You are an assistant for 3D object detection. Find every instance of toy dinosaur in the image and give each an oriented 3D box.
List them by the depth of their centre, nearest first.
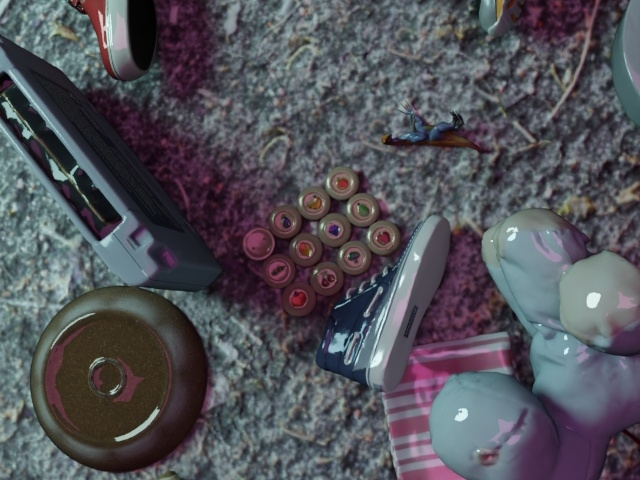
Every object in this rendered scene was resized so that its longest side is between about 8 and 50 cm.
[{"bbox_3d":[0.108,-0.108,0.960,0.082,0.047,0.090,-32,90,21],"label":"toy dinosaur"}]

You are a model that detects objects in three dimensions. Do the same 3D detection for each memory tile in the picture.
[{"bbox_3d":[0.000,0.000,0.973,0.148,0.012,0.113,-36,80,2],"label":"memory tile"}]

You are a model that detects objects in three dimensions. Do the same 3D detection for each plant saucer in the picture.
[{"bbox_3d":[-0.220,0.145,0.973,0.198,0.036,0.199,-1,82,8],"label":"plant saucer"}]

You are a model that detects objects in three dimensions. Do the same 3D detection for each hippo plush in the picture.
[{"bbox_3d":[0.209,0.128,0.841,0.294,0.234,0.236,35,96,-31],"label":"hippo plush"}]

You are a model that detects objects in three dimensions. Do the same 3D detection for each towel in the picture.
[{"bbox_3d":[0.140,0.197,0.922,0.144,0.029,0.197,-12,81,5],"label":"towel"}]

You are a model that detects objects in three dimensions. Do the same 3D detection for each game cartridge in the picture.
[{"bbox_3d":[-0.222,-0.069,0.916,0.062,0.198,0.297,-40,79,1],"label":"game cartridge"}]

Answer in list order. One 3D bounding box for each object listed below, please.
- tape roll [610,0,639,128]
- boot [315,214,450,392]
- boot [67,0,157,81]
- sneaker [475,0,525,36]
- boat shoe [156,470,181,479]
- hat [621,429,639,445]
[{"bbox_3d":[0.405,-0.189,0.912,0.219,0.072,0.219,-1,84,8],"label":"tape roll"},{"bbox_3d":[0.062,0.053,0.933,0.086,0.069,0.190,14,71,31],"label":"boot"},{"bbox_3d":[-0.279,-0.272,1.009,0.176,0.088,0.244,-12,74,6],"label":"boot"},{"bbox_3d":[0.165,-0.314,0.962,0.083,0.084,0.215,-7,78,20],"label":"sneaker"},{"bbox_3d":[-0.184,0.300,0.941,0.045,0.050,0.135,40,90,16],"label":"boat shoe"},{"bbox_3d":[0.402,0.254,0.885,0.173,0.183,0.209,-23,108,-18],"label":"hat"}]
